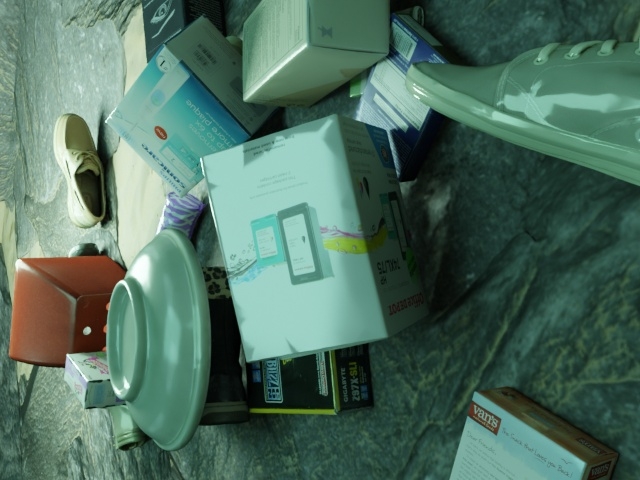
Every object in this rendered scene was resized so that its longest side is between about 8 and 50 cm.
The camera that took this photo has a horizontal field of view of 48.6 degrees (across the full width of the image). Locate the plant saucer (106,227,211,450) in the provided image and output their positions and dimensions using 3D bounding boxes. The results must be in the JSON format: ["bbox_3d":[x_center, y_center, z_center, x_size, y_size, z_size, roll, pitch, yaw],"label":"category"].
[{"bbox_3d":[-0.311,0.176,1.275,0.400,0.100,0.400,-6,83,59],"label":"plant saucer"}]

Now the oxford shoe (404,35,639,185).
[{"bbox_3d":[0.273,-0.135,0.686,0.449,0.169,0.130,27,113,43],"label":"oxford shoe"}]

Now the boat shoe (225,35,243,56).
[{"bbox_3d":[-0.237,-0.310,1.466,0.302,0.109,0.094,-24,42,48],"label":"boat shoe"}]

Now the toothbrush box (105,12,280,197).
[{"bbox_3d":[-0.245,-0.243,1.344,0.216,0.126,0.295,47,142,-12],"label":"toothbrush box"}]

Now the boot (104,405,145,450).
[{"bbox_3d":[-0.509,0.452,1.805,0.213,0.077,0.165,-30,66,46],"label":"boot"}]

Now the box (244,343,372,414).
[{"bbox_3d":[-0.037,0.119,1.171,0.257,0.079,0.322,-17,75,54],"label":"box"}]

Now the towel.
[{"bbox_3d":[0.097,-0.276,1.056,0.152,0.023,0.113,3,88,56],"label":"towel"}]

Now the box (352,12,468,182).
[{"bbox_3d":[0.109,-0.181,0.990,0.136,0.036,0.225,54,138,33],"label":"box"}]

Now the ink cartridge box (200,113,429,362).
[{"bbox_3d":[0.000,0.000,0.935,0.197,0.198,0.270,-14,88,23],"label":"ink cartridge box"}]

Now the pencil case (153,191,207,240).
[{"bbox_3d":[-0.320,-0.007,1.561,0.088,0.086,0.206,28,117,14],"label":"pencil case"}]

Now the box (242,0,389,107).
[{"bbox_3d":[-0.019,-0.307,1.067,0.311,0.121,0.148,175,96,-68],"label":"box"}]

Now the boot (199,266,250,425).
[{"bbox_3d":[-0.240,0.199,1.374,0.377,0.138,0.284,166,104,-65],"label":"boot"}]

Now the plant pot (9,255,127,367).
[{"bbox_3d":[-0.604,0.194,1.814,0.236,0.267,0.267,13,99,41],"label":"plant pot"}]

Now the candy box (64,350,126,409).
[{"bbox_3d":[-0.479,0.321,1.666,0.165,0.196,0.070,25,109,51],"label":"candy box"}]

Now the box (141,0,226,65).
[{"bbox_3d":[-0.292,-0.479,1.505,0.153,0.108,0.207,-18,74,42],"label":"box"}]

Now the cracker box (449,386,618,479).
[{"bbox_3d":[0.224,0.307,0.811,0.155,0.067,0.232,30,113,50],"label":"cracker box"}]

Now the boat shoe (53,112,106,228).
[{"bbox_3d":[-0.674,-0.210,2.037,0.110,0.121,0.341,-17,85,48],"label":"boat shoe"}]

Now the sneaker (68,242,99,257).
[{"bbox_3d":[-0.680,0.108,2.061,0.229,0.086,0.132,-53,53,52],"label":"sneaker"}]
